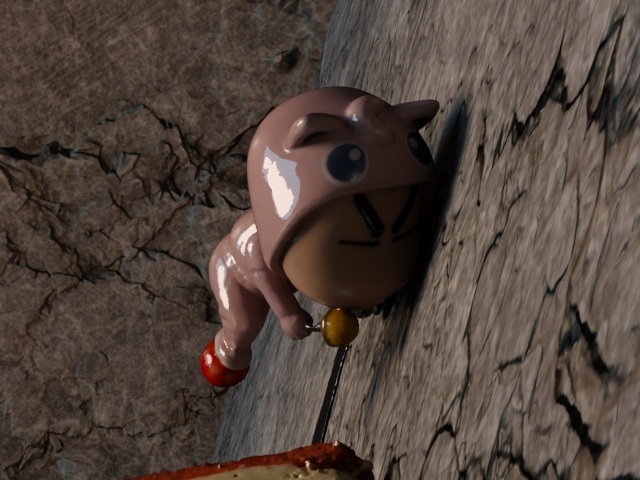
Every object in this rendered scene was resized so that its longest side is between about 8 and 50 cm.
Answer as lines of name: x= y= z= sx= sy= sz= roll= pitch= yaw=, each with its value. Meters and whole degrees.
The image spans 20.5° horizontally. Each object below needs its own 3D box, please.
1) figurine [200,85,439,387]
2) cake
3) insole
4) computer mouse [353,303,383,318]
figurine: x=0.000 y=0.000 z=1.444 sx=0.287 sy=0.176 sz=0.186 roll=-48 pitch=66 yaw=38
cake: x=-0.056 y=0.193 z=1.282 sx=0.086 sy=0.220 sz=0.117 roll=-108 pitch=39 yaw=-58
insole: x=0.004 y=0.175 z=1.776 sx=0.080 sy=0.003 sz=0.232 roll=-121 pitch=45 yaw=-82
computer mouse: x=0.043 y=-0.020 z=1.564 sx=0.106 sy=0.062 sz=0.192 roll=113 pitch=171 yaw=-50
